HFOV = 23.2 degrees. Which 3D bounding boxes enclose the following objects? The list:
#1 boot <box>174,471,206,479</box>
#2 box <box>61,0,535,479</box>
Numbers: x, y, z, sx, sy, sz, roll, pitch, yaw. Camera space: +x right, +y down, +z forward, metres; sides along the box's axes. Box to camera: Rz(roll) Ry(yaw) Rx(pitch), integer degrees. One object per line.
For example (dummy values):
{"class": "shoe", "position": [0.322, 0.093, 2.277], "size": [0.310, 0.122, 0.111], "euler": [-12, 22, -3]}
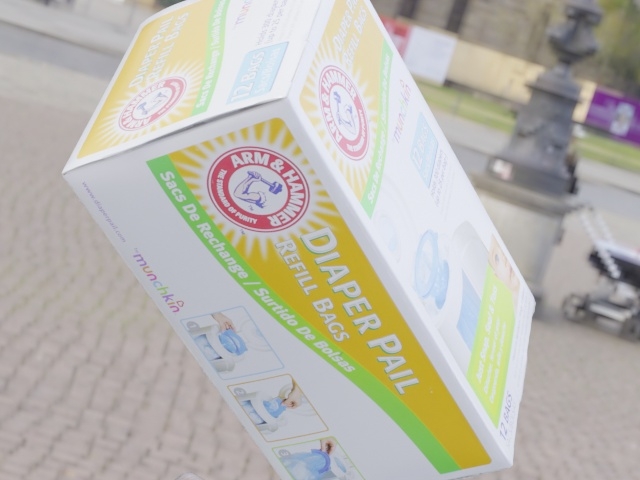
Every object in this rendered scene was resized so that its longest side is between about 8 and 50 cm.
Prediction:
{"class": "boot", "position": [-0.068, 0.181, 0.802], "size": [0.042, 0.118, 0.087], "euler": [9, 29, -47]}
{"class": "box", "position": [0.000, 0.000, 0.656], "size": [0.103, 0.203, 0.114], "euler": [-16, 33, 26]}
